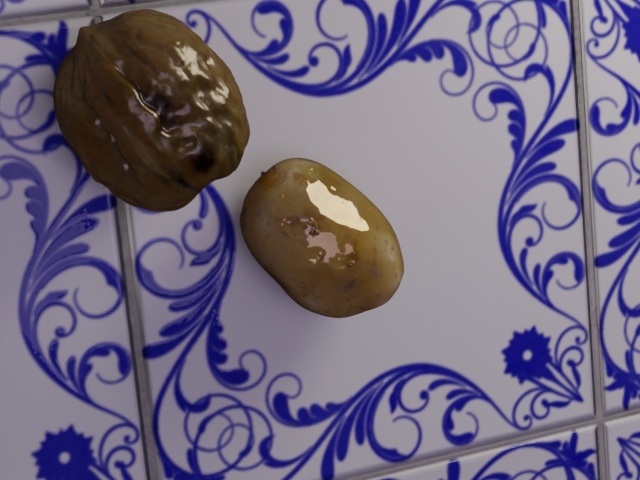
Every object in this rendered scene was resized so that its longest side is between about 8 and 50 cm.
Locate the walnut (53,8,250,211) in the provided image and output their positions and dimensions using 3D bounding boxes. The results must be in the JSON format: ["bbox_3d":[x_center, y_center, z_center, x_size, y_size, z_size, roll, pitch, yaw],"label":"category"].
[{"bbox_3d":[-0.153,-0.118,1.466,0.155,0.155,0.184,-44,118,-10],"label":"walnut"}]

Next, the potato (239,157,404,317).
[{"bbox_3d":[0.000,0.000,1.571,0.118,0.109,0.178,-43,109,13],"label":"potato"}]
